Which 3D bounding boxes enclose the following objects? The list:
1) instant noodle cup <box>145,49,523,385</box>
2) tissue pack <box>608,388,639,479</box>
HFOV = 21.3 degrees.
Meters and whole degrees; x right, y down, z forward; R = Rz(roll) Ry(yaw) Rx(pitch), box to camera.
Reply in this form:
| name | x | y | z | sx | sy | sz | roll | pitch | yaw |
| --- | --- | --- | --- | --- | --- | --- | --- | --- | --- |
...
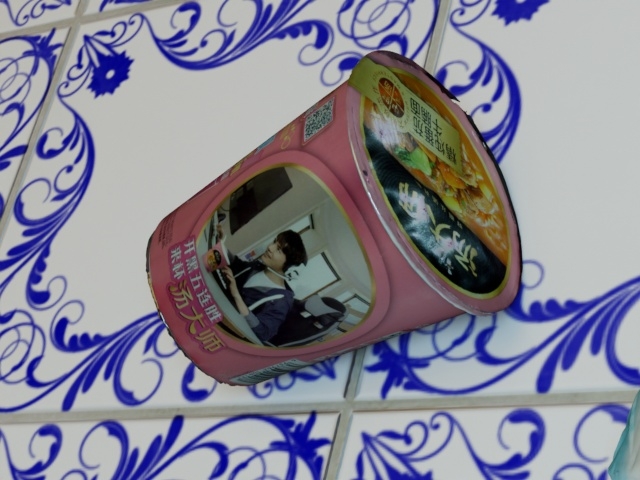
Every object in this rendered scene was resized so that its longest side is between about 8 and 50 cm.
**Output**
| name | x | y | z | sx | sy | sz | roll | pitch | yaw |
| --- | --- | --- | --- | --- | --- | --- | --- | --- | --- |
| instant noodle cup | 0.000 | 0.000 | 1.386 | 0.255 | 0.244 | 0.244 | -27 | 46 | 30 |
| tissue pack | 0.305 | 0.089 | 1.057 | 0.201 | 0.124 | 0.271 | -65 | 10 | -15 |
